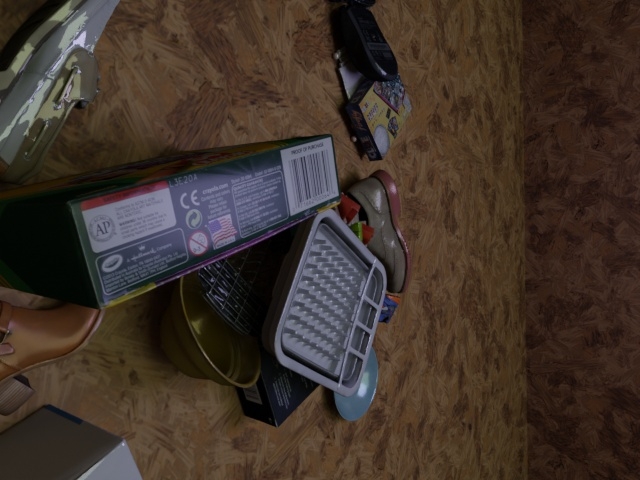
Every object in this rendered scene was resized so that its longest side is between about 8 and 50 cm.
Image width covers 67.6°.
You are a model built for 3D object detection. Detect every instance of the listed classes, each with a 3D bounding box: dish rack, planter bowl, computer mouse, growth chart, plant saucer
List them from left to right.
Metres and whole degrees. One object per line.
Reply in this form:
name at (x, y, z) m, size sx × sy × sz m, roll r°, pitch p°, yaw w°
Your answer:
planter bowl at (-0.192, 0.152, 0.773) m, size 0.217 × 0.090 × 0.217 m, roll 58°, pitch 11°, yaw -18°
dish rack at (-0.133, 0.027, 0.850) m, size 0.208 × 0.074 × 0.271 m, roll 54°, pitch 38°, yaw -35°
dish rack at (0.012, 0.123, 0.908) m, size 0.333 × 0.072 × 0.286 m, roll 45°, pitch 58°, yaw -50°
plant saucer at (0.078, 0.345, 1.192) m, size 0.195 × 0.037 × 0.195 m, roll 1°, pitch 88°, yaw -52°
growth chart at (0.102, -0.393, 1.231) m, size 0.172 × 0.021 × 0.237 m, roll -38°, pitch 119°, yaw -46°
computer mouse at (0.102, -0.499, 1.175) m, size 0.188 × 0.072 × 0.272 m, roll -16°, pitch 81°, yaw -47°

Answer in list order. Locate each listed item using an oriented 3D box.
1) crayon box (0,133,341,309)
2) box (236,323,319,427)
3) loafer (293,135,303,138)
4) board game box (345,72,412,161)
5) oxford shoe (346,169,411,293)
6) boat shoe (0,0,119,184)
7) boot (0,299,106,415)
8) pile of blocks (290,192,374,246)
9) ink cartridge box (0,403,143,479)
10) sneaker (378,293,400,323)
crayon box at (-0.205, -0.049, 0.605) m, size 0.363 × 0.313 × 0.106 m, roll -28°, pitch 115°, yaw -49°
box at (-0.085, 0.245, 0.937) m, size 0.158 × 0.093 × 0.156 m, roll -32°, pitch 115°, yaw -46°
loafer at (-0.052, -0.160, 1.012) m, size 0.056 × 0.050 × 0.148 m, roll 45°, pitch 57°, yaw -42°
board game box at (0.160, -0.347, 1.254) m, size 0.243 × 0.042 × 0.165 m, roll -58°, pitch 132°, yaw -36°
oxford shoe at (0.141, -0.002, 1.238) m, size 0.130 × 0.123 × 0.348 m, roll -25°, pitch 113°, yaw -21°
boat shoe at (-0.341, -0.210, 0.606) m, size 0.103 × 0.113 × 0.302 m, roll 45°, pitch 67°, yaw -43°
boot at (-0.371, 0.099, 0.583) m, size 0.197 × 0.073 × 0.152 m, roll -57°, pitch 135°, yaw -32°
pile of blocks at (0.033, -0.028, 0.976) m, size 0.362 × 0.112 × 0.149 m, roll 38°, pitch 54°, yaw -57°
ink cartridge box at (-0.316, 0.380, 0.561) m, size 0.197 × 0.198 × 0.270 m, roll -34°, pitch 117°, yaw -47°
sneaker at (0.134, 0.172, 1.231) m, size 0.221 × 0.083 × 0.087 m, roll 18°, pitch 84°, yaw -47°
